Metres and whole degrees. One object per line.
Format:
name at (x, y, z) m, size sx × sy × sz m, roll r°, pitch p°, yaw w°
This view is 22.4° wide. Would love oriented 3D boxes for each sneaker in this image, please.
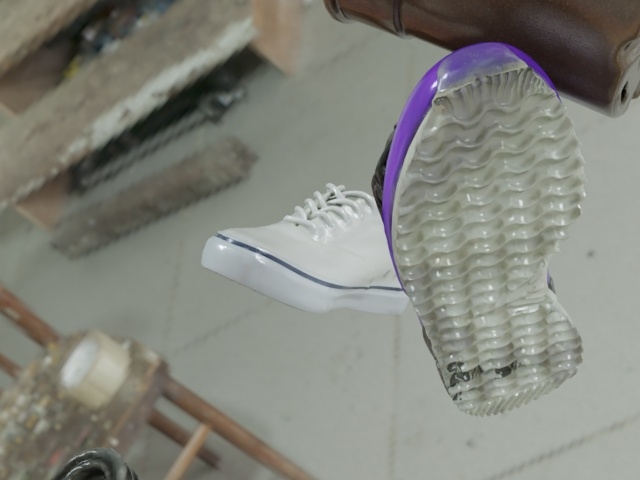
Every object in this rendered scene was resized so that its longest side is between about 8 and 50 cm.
sneaker at (0.071, -0.027, 0.886) m, size 0.102 × 0.293 × 0.146 m, roll -19°, pitch 56°, yaw -5°
sneaker at (0.000, 0.000, 1.216) m, size 0.094 × 0.258 × 0.091 m, roll 23°, pitch 98°, yaw 27°

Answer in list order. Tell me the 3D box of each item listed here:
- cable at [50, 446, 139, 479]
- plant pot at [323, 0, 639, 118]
cable at (-0.144, 0.208, 0.902) m, size 0.139 × 0.072 × 0.287 m, roll -26°, pitch 34°, yaw 28°
plant pot at (0.113, -0.156, 0.850) m, size 0.165 × 0.167 × 0.167 m, roll 29°, pitch 78°, yaw 16°
